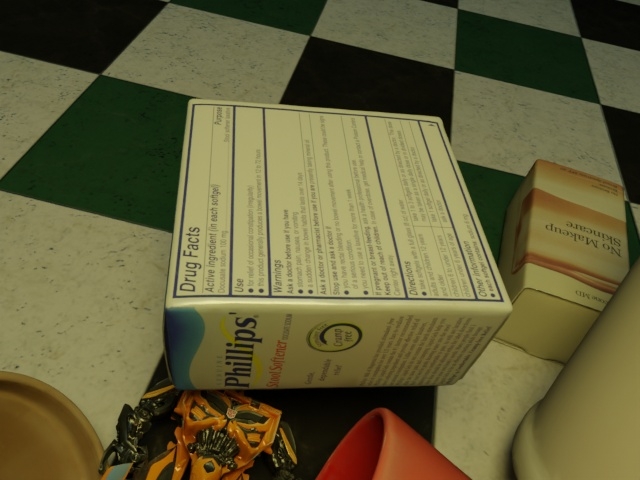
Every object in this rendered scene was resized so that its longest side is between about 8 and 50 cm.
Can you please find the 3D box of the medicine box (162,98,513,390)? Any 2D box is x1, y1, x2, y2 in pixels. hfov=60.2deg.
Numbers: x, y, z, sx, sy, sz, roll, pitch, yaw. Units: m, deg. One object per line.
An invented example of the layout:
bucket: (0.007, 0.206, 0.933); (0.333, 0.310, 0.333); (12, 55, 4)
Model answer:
medicine box: (0.000, 0.000, 0.565); (0.289, 0.149, 0.263); (2, 49, -9)

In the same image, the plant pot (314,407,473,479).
plant pot: (0.086, 0.314, 0.437); (0.243, 0.275, 0.275); (31, 49, 4)

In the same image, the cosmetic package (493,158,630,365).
cosmetic package: (0.361, 0.026, 0.833); (0.153, 0.129, 0.296); (19, 47, 5)

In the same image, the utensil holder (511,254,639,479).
utensil holder: (0.417, 0.139, 0.504); (0.328, 0.385, 0.327); (17, 24, -8)

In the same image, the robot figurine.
robot figurine: (-0.123, 0.255, 0.530); (0.211, 0.085, 0.291); (26, 40, -6)

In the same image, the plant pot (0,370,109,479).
plant pot: (-0.309, 0.244, 0.479); (0.110, 0.237, 0.237); (-25, 44, 22)
